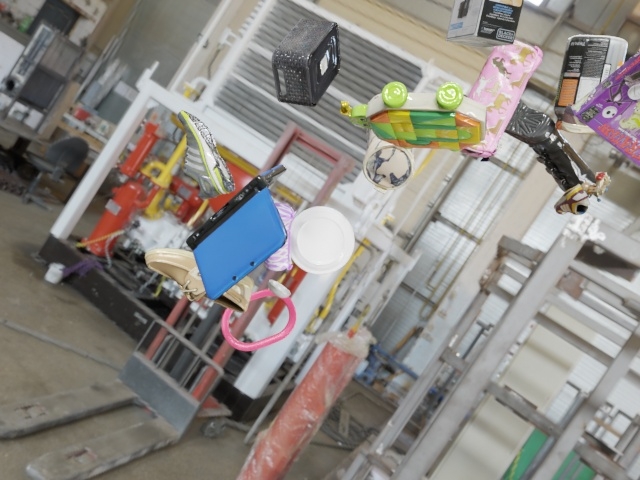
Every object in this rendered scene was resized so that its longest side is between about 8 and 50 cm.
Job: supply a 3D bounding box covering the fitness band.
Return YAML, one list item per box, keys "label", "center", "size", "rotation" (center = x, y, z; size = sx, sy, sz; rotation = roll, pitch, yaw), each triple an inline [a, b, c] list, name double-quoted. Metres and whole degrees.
- label: "fitness band"
  center: [-0.236, 0.304, 2.186]
  size: [0.054, 0.290, 0.209]
  rotation: [156, -85, -80]

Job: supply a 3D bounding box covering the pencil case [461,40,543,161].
- label: "pencil case"
  center: [0.565, -0.455, 1.845]
  size: [0.167, 0.386, 0.160]
  rotation: [24, 6, -1]

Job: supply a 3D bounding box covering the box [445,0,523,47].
- label: "box"
  center: [0.356, -0.554, 1.170]
  size: [0.087, 0.290, 0.169]
  rotation: [8, 15, -11]

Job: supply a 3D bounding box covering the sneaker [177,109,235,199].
- label: "sneaker"
  center: [-0.382, -0.262, 1.765]
  size: [0.300, 0.121, 0.111]
  rotation: [65, 12, 6]

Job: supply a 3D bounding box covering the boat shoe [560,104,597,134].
- label: "boat shoe"
  center: [0.907, -0.382, 1.779]
  size: [0.285, 0.093, 0.103]
  rotation: [6, 33, 21]

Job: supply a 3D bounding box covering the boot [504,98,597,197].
- label: "boot"
  center: [0.906, -0.379, 2.319]
  size: [0.445, 0.146, 0.367]
  rotation: [31, 18, -33]

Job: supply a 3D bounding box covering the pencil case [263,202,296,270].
- label: "pencil case"
  center: [-0.115, -0.005, 1.572]
  size: [0.088, 0.086, 0.206]
  rotation: [21, -45, 19]

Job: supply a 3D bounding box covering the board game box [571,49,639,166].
- label: "board game box"
  center: [0.853, -0.315, 1.480]
  size: [0.346, 0.208, 0.056]
  rotation: [27, 47, -21]

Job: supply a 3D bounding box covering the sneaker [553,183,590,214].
- label: "sneaker"
  center: [0.827, -0.110, 1.874]
  size: [0.084, 0.069, 0.185]
  rotation: [63, 0, 21]

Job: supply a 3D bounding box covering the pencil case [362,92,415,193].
- label: "pencil case"
  center: [0.218, -0.326, 1.887]
  size: [0.159, 0.184, 0.410]
  rotation: [10, 37, -3]

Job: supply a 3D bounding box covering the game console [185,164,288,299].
- label: "game console"
  center: [-0.184, -0.026, 1.453]
  size: [0.173, 0.293, 0.250]
  rotation: [52, 27, -3]

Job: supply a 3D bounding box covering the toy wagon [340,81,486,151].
- label: "toy wagon"
  center: [0.211, -0.281, 1.341]
  size: [0.344, 0.068, 0.267]
  rotation: [6, -11, 18]

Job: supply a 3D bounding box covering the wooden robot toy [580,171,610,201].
- label: "wooden robot toy"
  center: [0.877, -0.182, 1.841]
  size: [0.079, 0.076, 0.173]
  rotation: [6, 28, 37]

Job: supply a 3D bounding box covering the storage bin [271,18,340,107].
- label: "storage bin"
  center: [-0.026, -0.387, 1.238]
  size: [0.084, 0.180, 0.122]
  rotation: [12, -41, 18]

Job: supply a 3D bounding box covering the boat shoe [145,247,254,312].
- label: "boat shoe"
  center: [-0.359, 0.119, 1.690]
  size: [0.340, 0.110, 0.121]
  rotation: [22, -31, -21]

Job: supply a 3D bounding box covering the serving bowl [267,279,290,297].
- label: "serving bowl"
  center: [-0.137, 0.161, 1.840]
  size: [0.083, 0.027, 0.083]
  rotation: [33, 8, -5]

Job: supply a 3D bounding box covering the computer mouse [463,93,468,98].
- label: "computer mouse"
  center: [0.434, -0.456, 2.035]
  size: [0.041, 0.071, 0.242]
  rotation: [2, -15, -32]

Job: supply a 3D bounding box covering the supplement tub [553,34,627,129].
- label: "supplement tub"
  center: [0.925, -0.535, 1.975]
  size: [0.193, 0.316, 0.193]
  rotation: [6, 15, -2]

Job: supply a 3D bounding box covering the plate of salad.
- label: "plate of salad"
  center: [0.000, 0.000, 1.677]
  size: [0.199, 0.200, 0.048]
  rotation: [33, -2, -5]
